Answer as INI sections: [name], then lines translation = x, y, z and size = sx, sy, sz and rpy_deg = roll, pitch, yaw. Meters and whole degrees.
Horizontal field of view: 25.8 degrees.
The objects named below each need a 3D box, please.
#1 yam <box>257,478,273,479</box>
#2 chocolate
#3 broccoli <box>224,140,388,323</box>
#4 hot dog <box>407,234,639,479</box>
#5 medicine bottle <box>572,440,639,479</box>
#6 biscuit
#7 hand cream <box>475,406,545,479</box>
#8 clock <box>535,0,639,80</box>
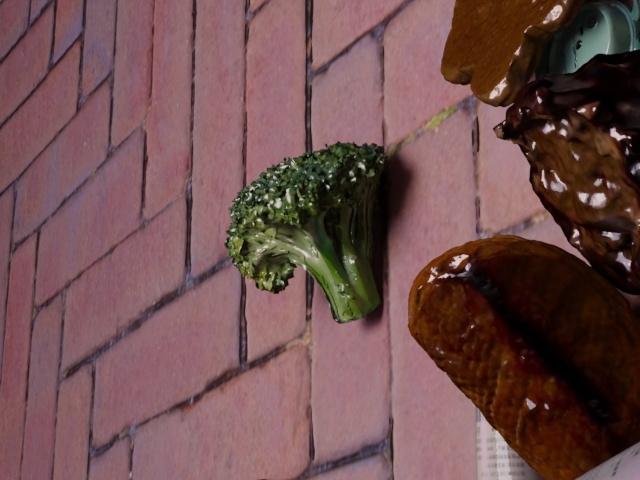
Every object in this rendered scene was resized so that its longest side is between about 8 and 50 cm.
[yam]
translation = -0.046, 0.285, 1.606
size = 0.107, 0.014, 0.014
rpy_deg = -4, 77, 61
[chocolate]
translation = 0.224, -0.064, 1.075
size = 0.224, 0.177, 0.206
rpy_deg = -30, 54, 56
[broccoli]
translation = 0.000, 0.000, 1.502
size = 0.219, 0.194, 0.194
rpy_deg = -26, 54, 28
[hot dog]
translation = 0.173, 0.096, 1.119
size = 0.160, 0.099, 0.227
rpy_deg = -40, 84, 34
[medicine bottle]
translation = 0.266, 0.187, 0.937
size = 0.293, 0.141, 0.141
rpy_deg = -45, 42, 46
[biscuit]
translation = 0.195, -0.241, 1.283
size = 0.208, 0.041, 0.290
rpy_deg = -28, 41, 56
[hand cream]
translation = 0.165, 0.234, 1.202
size = 0.095, 0.059, 0.276
rpy_deg = -14, 71, 53
[clock]
translation = 0.241, -0.165, 1.219
size = 0.135, 0.041, 0.101
rpy_deg = -36, 49, 51
